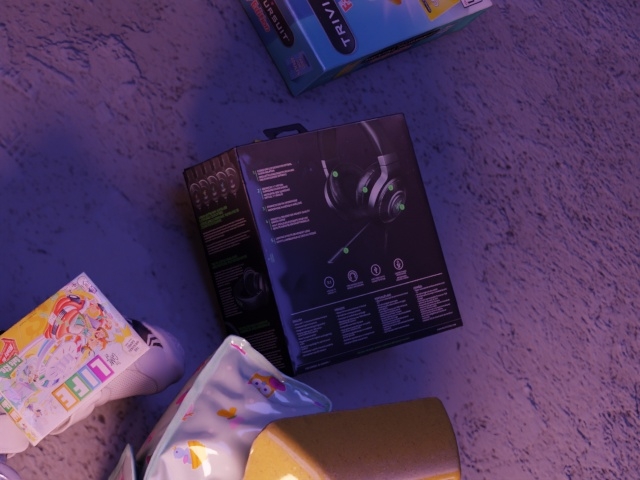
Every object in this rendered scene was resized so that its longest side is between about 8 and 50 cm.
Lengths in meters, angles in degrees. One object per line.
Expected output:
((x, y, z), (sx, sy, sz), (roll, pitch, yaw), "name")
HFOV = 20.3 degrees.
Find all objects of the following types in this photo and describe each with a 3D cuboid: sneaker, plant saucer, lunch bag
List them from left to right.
((-0.301, 0.187, 1.801), (0.365, 0.137, 0.210), (3, 68, -30), "sneaker")
((-0.133, 0.258, 1.810), (0.160, 0.223, 0.262), (35, 60, 0), "lunch bag")
((0.023, 0.336, 1.811), (0.332, 0.081, 0.333), (-1, 110, -56), "plant saucer")

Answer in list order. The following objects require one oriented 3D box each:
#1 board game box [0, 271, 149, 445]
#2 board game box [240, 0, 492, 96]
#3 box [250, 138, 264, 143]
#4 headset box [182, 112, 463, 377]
((-0.256, 0.114, 1.757), (0.103, 0.026, 0.154), (49, 55, 0), "board game box")
((0.039, -0.358, 2.339), (0.336, 0.079, 0.254), (-26, 85, -41), "board game box")
((-0.009, -0.057, 2.183), (0.179, 0.043, 0.105), (9, 63, -29), "box")
((0.000, 0.000, 2.061), (0.246, 0.131, 0.283), (-15, 88, -34), "headset box")
